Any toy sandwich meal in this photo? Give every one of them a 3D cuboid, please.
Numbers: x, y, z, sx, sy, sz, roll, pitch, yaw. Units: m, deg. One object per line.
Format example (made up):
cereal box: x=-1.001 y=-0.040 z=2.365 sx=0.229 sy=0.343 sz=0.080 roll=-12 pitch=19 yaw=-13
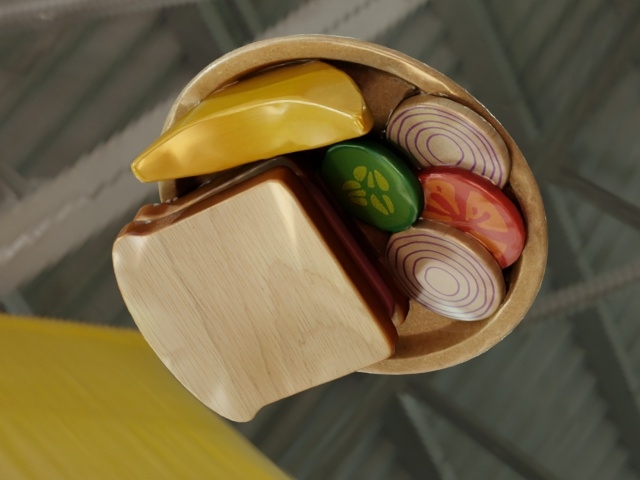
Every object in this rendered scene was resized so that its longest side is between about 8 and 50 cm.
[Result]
toy sandwich meal: x=0.000 y=0.000 z=0.367 sx=0.029 sy=0.085 sz=0.085 roll=-61 pitch=-39 yaw=-49
